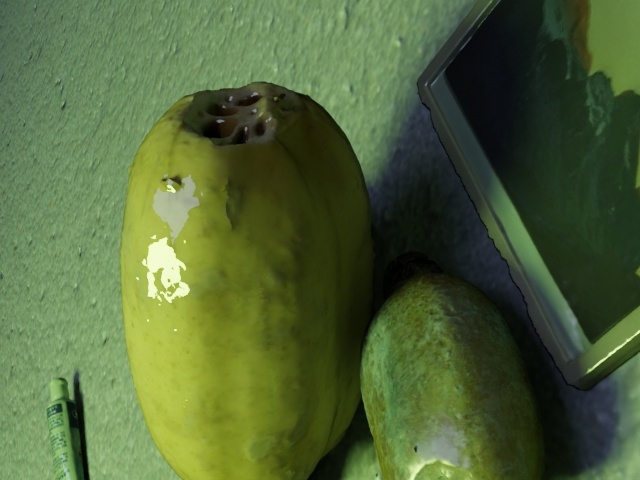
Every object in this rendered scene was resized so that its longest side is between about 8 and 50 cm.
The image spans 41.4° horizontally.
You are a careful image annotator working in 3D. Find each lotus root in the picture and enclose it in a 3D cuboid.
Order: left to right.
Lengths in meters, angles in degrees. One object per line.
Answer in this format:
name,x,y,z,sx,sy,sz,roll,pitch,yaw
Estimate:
lotus root,-0.048,0.064,0.568,0.152,0.169,0.342,17,121,27
lotus root,0.070,0.084,0.501,0.113,0.088,0.192,-55,33,40

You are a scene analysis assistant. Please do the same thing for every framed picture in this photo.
framed picture,0.155,-0.073,0.488,0.192,0.018,0.265,-52,42,35

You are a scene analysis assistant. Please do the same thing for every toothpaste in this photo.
toothpaste,-0.312,0.269,1.042,0.062,0.037,0.216,-46,49,38
